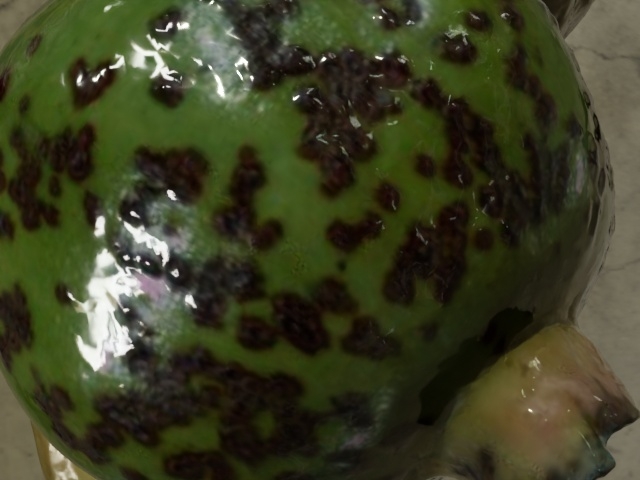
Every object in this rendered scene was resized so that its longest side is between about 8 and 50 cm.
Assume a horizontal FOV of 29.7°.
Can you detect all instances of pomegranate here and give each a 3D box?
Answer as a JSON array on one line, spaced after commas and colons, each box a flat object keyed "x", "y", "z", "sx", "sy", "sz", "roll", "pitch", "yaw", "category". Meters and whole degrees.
[{"x": 0.000, "y": 0.000, "z": 0.456, "sx": 0.270, "sy": 0.254, "sz": 0.254, "roll": 46, "pitch": 114, "yaw": 21, "category": "pomegranate"}]

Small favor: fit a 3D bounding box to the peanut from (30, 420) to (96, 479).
[{"x": -0.198, "y": 0.141, "z": 1.033, "sx": 0.120, "sy": 0.110, "sz": 0.236, "roll": -14, "pitch": 88, "yaw": 31, "category": "peanut"}]

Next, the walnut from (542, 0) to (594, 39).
[{"x": 0.089, "y": -0.206, "z": 0.876, "sx": 0.283, "sy": 0.283, "sz": 0.227, "roll": -34, "pitch": 62, "yaw": 30, "category": "walnut"}]
